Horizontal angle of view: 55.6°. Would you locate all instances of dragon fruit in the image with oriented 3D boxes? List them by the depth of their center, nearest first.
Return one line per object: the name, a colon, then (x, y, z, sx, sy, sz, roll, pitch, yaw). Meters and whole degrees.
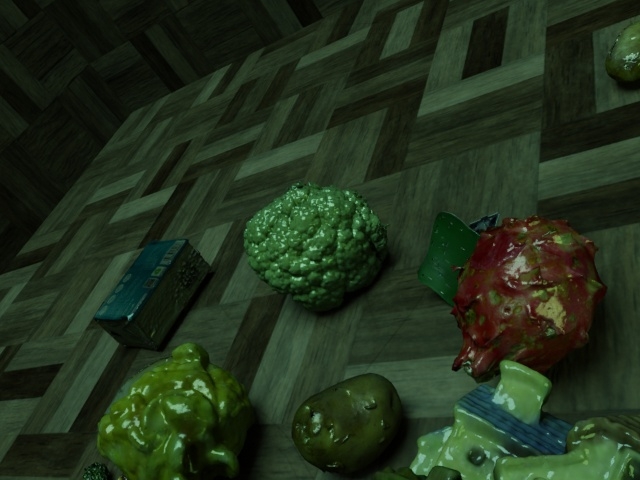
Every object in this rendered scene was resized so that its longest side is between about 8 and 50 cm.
dragon fruit: (0.286, 0.091, 0.862, 0.268, 0.210, 0.205, -54, 10, -13)

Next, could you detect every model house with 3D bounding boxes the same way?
model house: (0.224, 0.262, 0.602, 0.321, 0.261, 0.266, 22, 59, 31)
model house: (0.253, 0.021, 1.051, 0.088, 0.167, 0.117, -27, 51, -37)

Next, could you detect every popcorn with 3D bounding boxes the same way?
popcorn: (-0.232, 0.322, 1.058, 0.250, 0.241, 0.235, -47, -7, -31)

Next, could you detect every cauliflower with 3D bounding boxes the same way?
cauliflower: (0.000, 0.000, 1.272, 0.272, 0.275, 0.250, -49, -4, 14)

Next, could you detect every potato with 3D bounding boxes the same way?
potato: (0.042, 0.282, 0.937, 0.175, 0.137, 0.137, -17, 31, -7)
potato: (0.640, -0.381, 1.224, 0.107, 0.080, 0.171, 7, 56, 39)

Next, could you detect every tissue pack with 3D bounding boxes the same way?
tissue pack: (-0.430, 0.137, 1.575, 0.192, 0.134, 0.271, -5, 45, 43)

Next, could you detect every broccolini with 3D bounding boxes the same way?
broccolini: (-0.415, 0.519, 1.163, 0.051, 0.054, 0.239, -19, 32, -20)

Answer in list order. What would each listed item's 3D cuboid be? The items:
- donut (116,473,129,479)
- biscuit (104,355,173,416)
donut: (-0.337, 0.476, 1.126, 0.140, 0.059, 0.140, -26, 31, 17)
biscuit: (-0.376, 0.324, 1.373, 0.289, 0.038, 0.141, -27, 33, 18)
